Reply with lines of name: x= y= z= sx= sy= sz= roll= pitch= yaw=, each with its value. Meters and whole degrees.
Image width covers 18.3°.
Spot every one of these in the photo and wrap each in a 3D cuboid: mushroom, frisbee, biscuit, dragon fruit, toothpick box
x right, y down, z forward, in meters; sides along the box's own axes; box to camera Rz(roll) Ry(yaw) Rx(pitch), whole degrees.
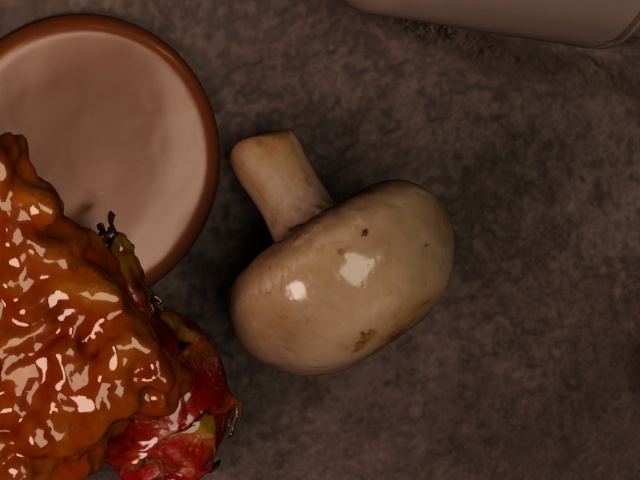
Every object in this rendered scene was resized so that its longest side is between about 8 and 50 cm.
mushroom: x=0.000 y=0.000 z=1.680 sx=0.207 sy=0.207 sz=0.215 roll=-27 pitch=76 yaw=-18
frisbee: x=-0.199 y=-0.063 z=1.659 sx=0.250 sy=0.021 sz=0.251 roll=-4 pitch=100 yaw=-23
biscuit: x=-0.301 y=0.083 z=1.545 sx=0.312 sy=0.110 sz=0.318 roll=-35 pitch=97 yaw=1
dragon fruit: x=-0.145 y=0.095 z=1.652 sx=0.125 sy=0.125 sz=0.246 roll=-16 pitch=108 yaw=10
toothpick box: x=0.121 y=-0.274 z=1.675 sx=0.316 sy=0.229 sz=0.229 roll=4 pitch=97 yaw=-24
